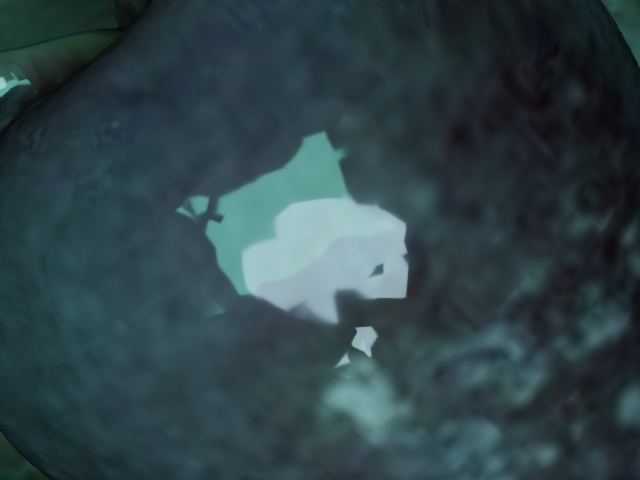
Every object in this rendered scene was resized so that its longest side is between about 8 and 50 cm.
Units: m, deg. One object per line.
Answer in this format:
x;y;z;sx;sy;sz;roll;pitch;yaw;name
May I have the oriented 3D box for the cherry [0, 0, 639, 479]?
0.000;0.000;0.509;0.213;0.183;0.266;-42;106;12;cherry
